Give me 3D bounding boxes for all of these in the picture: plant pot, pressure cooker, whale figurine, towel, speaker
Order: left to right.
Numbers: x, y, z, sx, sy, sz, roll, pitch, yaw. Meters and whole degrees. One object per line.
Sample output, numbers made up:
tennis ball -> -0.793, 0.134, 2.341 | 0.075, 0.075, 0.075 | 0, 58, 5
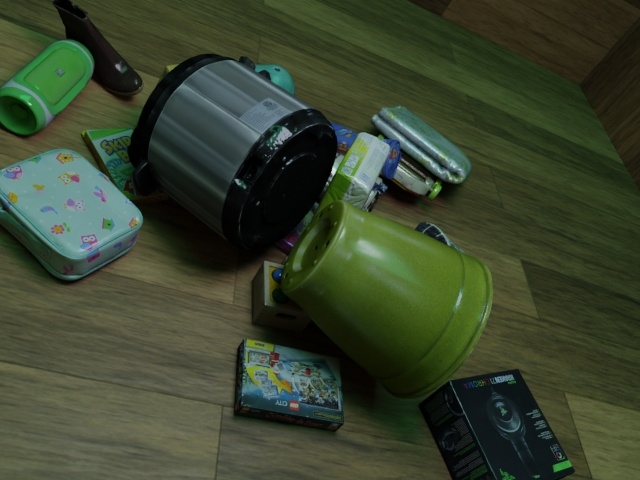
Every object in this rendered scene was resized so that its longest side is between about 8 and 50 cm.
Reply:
speaker -> -0.673, -0.383, 1.452 | 0.131, 0.131, 0.297 | 25, 42, -11
pressure cooker -> -0.214, -0.229, 1.384 | 0.420, 0.376, 0.370 | 35, 21, 19
whale figurine -> -0.207, -0.505, 1.862 | 0.272, 0.141, 0.216 | 22, 43, -14
plant pot -> 0.116, 0.099, 1.295 | 0.353, 0.366, 0.367 | 34, 40, -17
towel -> 0.361, -0.334, 2.057 | 0.374, 0.090, 0.320 | 39, 23, 7

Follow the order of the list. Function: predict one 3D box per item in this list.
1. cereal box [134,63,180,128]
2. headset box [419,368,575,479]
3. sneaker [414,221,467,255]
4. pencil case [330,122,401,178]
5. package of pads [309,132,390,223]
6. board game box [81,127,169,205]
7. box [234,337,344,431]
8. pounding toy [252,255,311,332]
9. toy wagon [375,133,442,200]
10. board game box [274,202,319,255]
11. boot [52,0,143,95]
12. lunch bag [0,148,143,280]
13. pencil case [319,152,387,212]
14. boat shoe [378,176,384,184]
cereal box -> -0.373, -0.373, 1.553 | 0.173, 0.240, 0.047 | -29, 81, -47
headset box -> 0.409, 0.466, 1.366 | 0.246, 0.131, 0.283 | 1, 52, -32
sneaker -> 0.388, 0.062, 1.776 | 0.283, 0.110, 0.122 | 53, 26, 16
pencil case -> 0.099, -0.281, 1.787 | 0.306, 0.119, 0.133 | 21, 31, 25
package of pads -> 0.059, -0.100, 1.471 | 0.101, 0.297, 0.229 | 29, 41, 0
board game box -> -0.487, -0.195, 1.469 | 0.124, 0.039, 0.259 | -15, 58, -43
box -> -0.065, 0.309, 1.264 | 0.233, 0.044, 0.159 | 17, 44, -20
pounding toy -> -0.065, 0.106, 1.418 | 0.181, 0.094, 0.206 | 14, 46, -22
toy wagon -> 0.284, -0.249, 1.966 | 0.267, 0.068, 0.344 | 38, 21, 1
board game box -> 0.000, 0.000, 1.599 | 0.346, 0.056, 0.208 | 35, 45, -1
boot -> -0.589, -0.506, 1.558 | 0.248, 0.207, 0.090 | 36, 72, 14
lunch bag -> -0.543, -0.059, 1.246 | 0.279, 0.108, 0.224 | 41, 46, 9
pencil case -> -0.014, -0.208, 1.692 | 0.410, 0.160, 0.183 | 34, 12, -3
boat shoe -> 0.127, -0.243, 1.895 | 0.206, 0.065, 0.075 | 36, 41, 1
